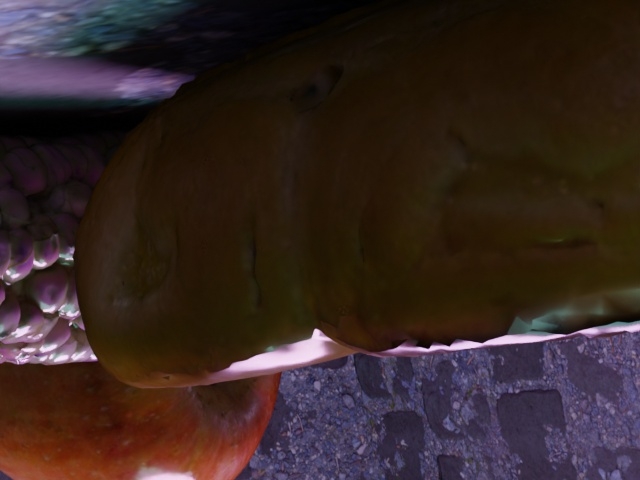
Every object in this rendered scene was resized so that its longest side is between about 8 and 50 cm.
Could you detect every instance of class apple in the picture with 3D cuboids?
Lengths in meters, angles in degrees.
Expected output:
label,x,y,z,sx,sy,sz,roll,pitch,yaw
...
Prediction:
label,x,y,z,sx,sy,sz,roll,pitch,yaw
apple,-0.158,0.089,1.046,0.241,0.242,0.242,-6,-179,42

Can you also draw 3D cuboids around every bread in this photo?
label,x,y,z,sx,sy,sz,roll,pitch,yaw
bread,0.078,-0.037,0.605,0.328,0.148,0.337,-9,180,34

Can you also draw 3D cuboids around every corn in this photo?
label,x,y,z,sx,sy,sz,roll,pitch,yaw
corn,-0.162,0.007,0.647,0.126,0.126,0.335,-14,175,34
